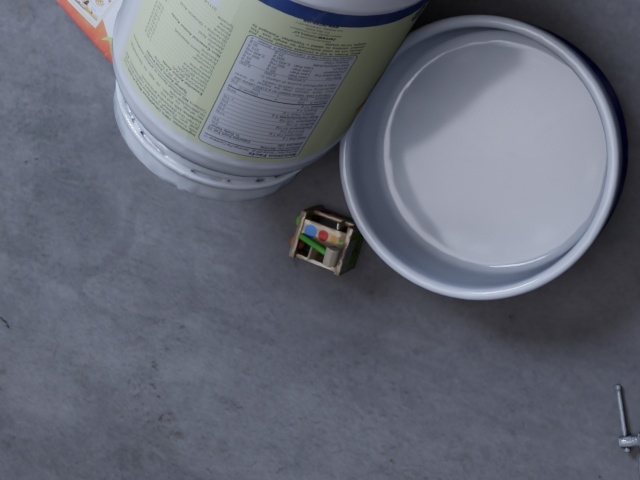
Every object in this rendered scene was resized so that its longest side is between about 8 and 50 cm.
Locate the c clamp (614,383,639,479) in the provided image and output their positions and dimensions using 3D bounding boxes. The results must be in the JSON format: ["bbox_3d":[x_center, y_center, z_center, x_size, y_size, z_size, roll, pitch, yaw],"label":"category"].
[{"bbox_3d":[0.367,0.208,1.220,0.161,0.022,0.137,-2,97,21],"label":"c clamp"}]

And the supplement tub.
[{"bbox_3d":[-0.046,-0.201,1.087,0.235,0.235,0.325,46,143,9],"label":"supplement tub"}]

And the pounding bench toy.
[{"bbox_3d":[0.000,0.000,1.291,0.065,0.083,0.052,21,105,16],"label":"pounding bench toy"}]

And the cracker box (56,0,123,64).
[{"bbox_3d":[-0.163,-0.300,1.317,0.232,0.067,0.155,-44,82,21],"label":"cracker box"}]

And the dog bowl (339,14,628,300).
[{"bbox_3d":[0.157,-0.081,1.211,0.265,0.104,0.264,3,99,19],"label":"dog bowl"}]
